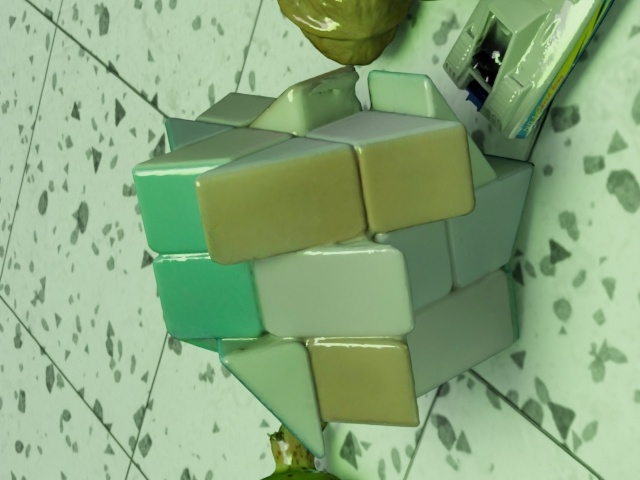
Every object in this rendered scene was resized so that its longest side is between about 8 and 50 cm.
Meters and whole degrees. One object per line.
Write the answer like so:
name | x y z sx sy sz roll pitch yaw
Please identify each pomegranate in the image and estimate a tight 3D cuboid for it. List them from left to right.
pomegranate | -0.019 0.309 1.534 0.156 0.156 0.220 -22 43 48

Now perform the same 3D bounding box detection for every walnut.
walnut | 0.025 -0.278 1.438 0.166 0.149 0.167 168 90 -79

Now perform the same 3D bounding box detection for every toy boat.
toy boat | 0.223 -0.245 1.242 0.129 0.088 0.295 54 130 34

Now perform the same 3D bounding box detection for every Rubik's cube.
Rubik's cube | 0.000 0.000 1.328 0.387 0.368 0.358 12 118 49
